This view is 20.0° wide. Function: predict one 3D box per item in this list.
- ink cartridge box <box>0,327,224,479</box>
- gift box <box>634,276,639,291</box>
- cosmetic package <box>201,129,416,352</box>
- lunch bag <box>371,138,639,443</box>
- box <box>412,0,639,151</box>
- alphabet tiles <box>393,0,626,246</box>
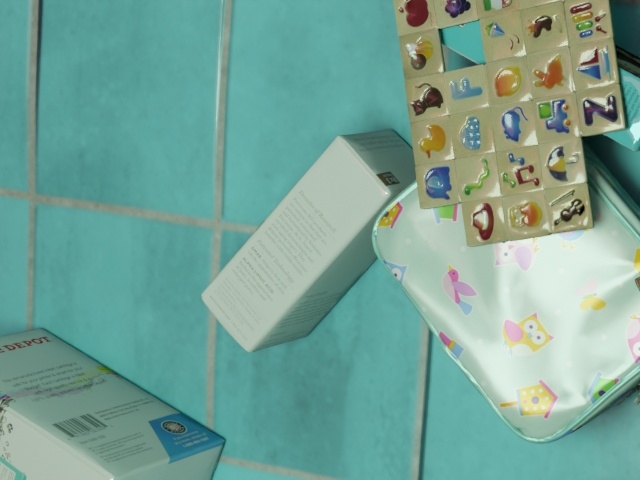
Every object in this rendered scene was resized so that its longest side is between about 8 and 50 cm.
[{"bbox_3d":[-0.285,0.246,1.903,0.270,0.198,0.197,29,110,26],"label":"ink cartridge box"},{"bbox_3d":[0.401,0.058,1.415,0.255,0.258,0.276,-22,86,5],"label":"gift box"},{"bbox_3d":[0.000,0.000,1.755,0.085,0.117,0.231,48,115,16],"label":"cosmetic package"},{"bbox_3d":[0.204,0.030,1.632,0.224,0.108,0.279,-41,76,13],"label":"lunch bag"},{"bbox_3d":[0.210,-0.164,1.621,0.244,0.100,0.060,32,110,24],"label":"box"},{"bbox_3d":[0.168,-0.119,1.580,0.198,0.009,0.237,-9,86,27],"label":"alphabet tiles"}]
